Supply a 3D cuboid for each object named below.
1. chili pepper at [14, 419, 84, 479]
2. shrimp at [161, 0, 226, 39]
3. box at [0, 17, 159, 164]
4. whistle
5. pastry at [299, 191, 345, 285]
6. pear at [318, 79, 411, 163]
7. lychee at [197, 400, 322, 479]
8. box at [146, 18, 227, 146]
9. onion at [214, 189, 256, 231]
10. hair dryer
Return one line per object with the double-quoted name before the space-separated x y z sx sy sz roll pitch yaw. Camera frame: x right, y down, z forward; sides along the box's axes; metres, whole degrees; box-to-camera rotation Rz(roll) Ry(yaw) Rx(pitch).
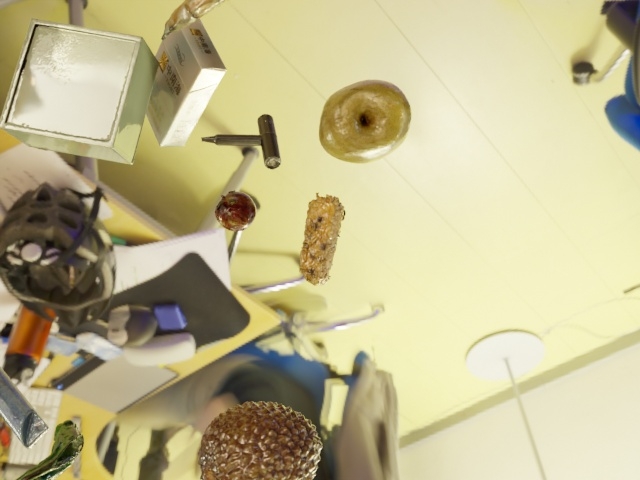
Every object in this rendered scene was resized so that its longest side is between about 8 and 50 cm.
"chili pepper" -0.457 0.375 1.050 0.073 0.182 0.050 1 108 12
"shrimp" -0.188 -0.452 1.111 0.233 0.365 0.071 -30 117 16
"box" -0.460 -0.283 1.202 0.224 0.225 0.117 11 170 5
"whistle" -0.695 0.326 1.344 0.062 0.304 0.062 -40 153 -25
"pastry" 0.000 0.000 0.957 0.056 0.140 0.080 15 179 14
"pear" 0.103 -0.279 1.468 0.228 0.211 0.189 -22 94 2
"lychee" -0.126 0.470 1.330 0.267 0.268 0.268 -2 134 -2
"box" -0.300 -0.334 1.316 0.067 0.155 0.243 -11 153 -42
"onion" -0.235 -0.080 1.743 0.117 0.118 0.119 -50 132 -18
"hair dryer" -0.204 -0.244 1.578 0.194 0.173 0.050 -9 138 -6
